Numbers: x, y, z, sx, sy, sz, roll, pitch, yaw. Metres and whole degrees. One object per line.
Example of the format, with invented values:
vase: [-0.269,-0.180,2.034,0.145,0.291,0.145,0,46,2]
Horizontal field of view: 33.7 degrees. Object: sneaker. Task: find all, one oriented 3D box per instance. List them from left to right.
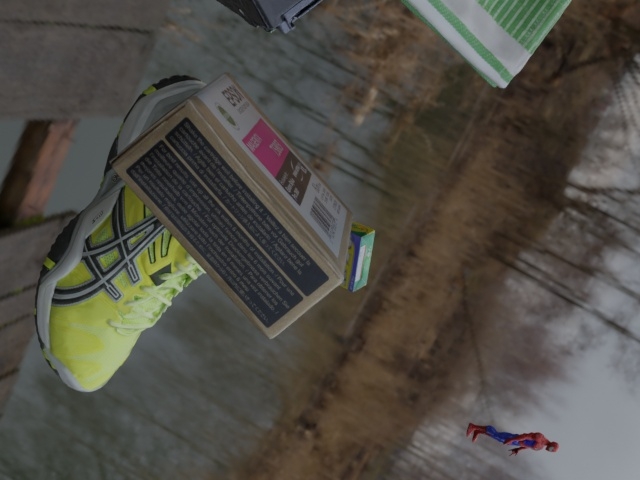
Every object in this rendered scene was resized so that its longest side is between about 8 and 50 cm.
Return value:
sneaker: [-0.193,0.013,1.172,0.145,0.147,0.384,1,119,-57]

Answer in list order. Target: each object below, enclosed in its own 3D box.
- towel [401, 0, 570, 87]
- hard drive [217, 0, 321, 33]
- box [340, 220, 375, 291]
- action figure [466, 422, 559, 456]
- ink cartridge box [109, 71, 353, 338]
towel: [0.185,-0.333,0.954,0.324,0.248,0.038,-53,-153,2]
hard drive: [-0.045,-0.357,1.150,0.237,0.339,0.064,-38,131,-6]
box: [0.000,0.000,1.726,0.043,0.179,0.105,-24,131,-46]
action figure: [0.242,0.251,1.324,0.038,0.115,0.030,52,47,-48]
ink cartridge box: [-0.065,-0.042,0.930,0.088,0.193,0.234,-39,-170,12]
